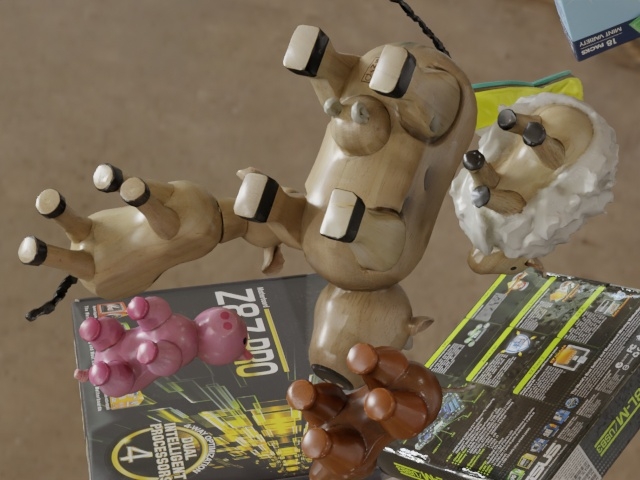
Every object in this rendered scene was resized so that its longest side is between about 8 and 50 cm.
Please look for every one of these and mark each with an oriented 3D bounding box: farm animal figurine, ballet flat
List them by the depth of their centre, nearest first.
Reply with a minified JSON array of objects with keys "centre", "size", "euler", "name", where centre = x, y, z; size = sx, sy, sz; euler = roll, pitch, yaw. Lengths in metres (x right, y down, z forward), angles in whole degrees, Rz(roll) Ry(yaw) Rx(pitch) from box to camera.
[{"centre":[0.000,0.000,1.177],"size":[0.330,0.326,0.172],"euler":[36,4,33],"name":"farm animal figurine"},{"centre":[0.212,-0.133,1.886],"size":[0.077,0.077,0.231],"euler":[-15,-1,39],"name":"ballet flat"}]

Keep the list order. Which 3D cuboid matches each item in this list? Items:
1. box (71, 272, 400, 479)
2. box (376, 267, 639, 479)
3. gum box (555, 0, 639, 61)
[{"centre":[-0.075,0.167,1.758],"size":[0.318,0.097,0.395],"euler":[-5,26,-8],"name":"box"},{"centre":[0.149,0.106,1.274],"size":[0.190,0.045,0.184],"euler":[-49,30,-22],"name":"box"},{"centre":[0.249,-0.236,1.383],"size":[0.157,0.184,0.041],"euler":[-22,51,5],"name":"gum box"}]
